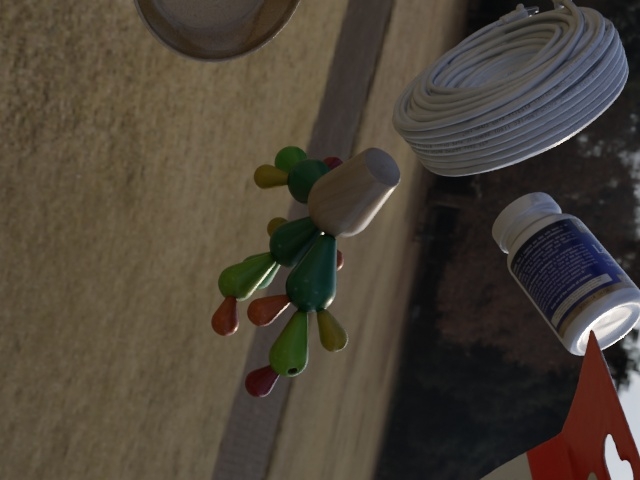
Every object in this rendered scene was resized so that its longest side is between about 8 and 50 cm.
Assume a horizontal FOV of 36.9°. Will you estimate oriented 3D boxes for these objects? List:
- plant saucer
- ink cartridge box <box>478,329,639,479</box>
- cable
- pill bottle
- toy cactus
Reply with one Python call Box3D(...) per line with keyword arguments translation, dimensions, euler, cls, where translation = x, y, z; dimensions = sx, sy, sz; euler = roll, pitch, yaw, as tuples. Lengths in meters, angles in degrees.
Box3D(translation=(-0.044, -0.118, 0.411), dimensions=(0.015, 0.083, 0.083), euler=(43, -44, 48), cls="plant saucer")
Box3D(translation=(0.171, 0.310, 0.804), dimensions=(0.308, 0.091, 0.385), euler=(-87, -175, -57), cls="ink cartridge box")
Box3D(translation=(0.204, -0.166, 1.050), dimensions=(0.089, 0.257, 0.257), euler=(60, 5, -22), cls="cable")
Box3D(translation=(0.412, 0.050, 1.626), dimensions=(0.153, 0.153, 0.265), euler=(89, -25, -51), cls="pill bottle")
Box3D(translation=(0.000, 0.000, 0.732), dimensions=(0.180, 0.112, 0.219), euler=(-41, -154, 42), cls="toy cactus")
